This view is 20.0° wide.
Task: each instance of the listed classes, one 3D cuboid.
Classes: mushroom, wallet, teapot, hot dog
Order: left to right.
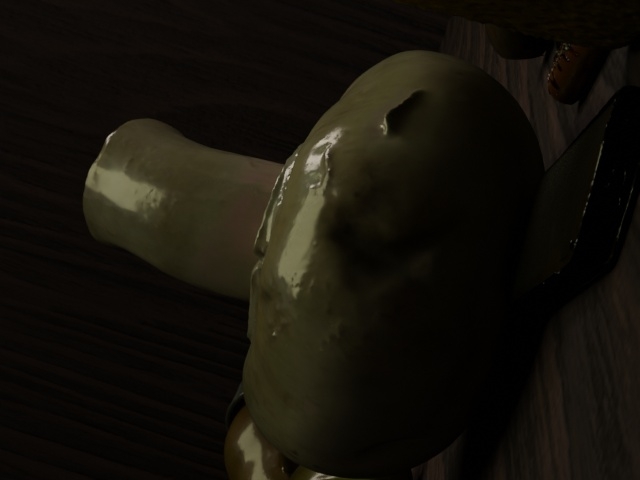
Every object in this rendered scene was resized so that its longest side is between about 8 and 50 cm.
[{"bbox_3d":[0.031,0.017,1.336,0.356,0.315,0.315,4,73,57],"label":"mushroom"},{"bbox_3d":[0.206,-0.216,1.706,0.110,0.085,0.080,-25,-63,-51],"label":"teapot"},{"bbox_3d":[0.155,-0.019,1.101,0.198,0.031,0.110,115,173,-78],"label":"wallet"},{"bbox_3d":[0.191,-0.145,1.333,0.122,0.037,0.049,107,177,-54],"label":"hot dog"}]

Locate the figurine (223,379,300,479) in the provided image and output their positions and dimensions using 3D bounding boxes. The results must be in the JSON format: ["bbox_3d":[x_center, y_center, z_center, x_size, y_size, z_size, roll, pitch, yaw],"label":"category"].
[{"bbox_3d":[-0.021,0.213,1.975,0.342,0.167,0.285,56,-151,-35],"label":"figurine"}]

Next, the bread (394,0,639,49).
[{"bbox_3d":[0.072,-0.232,1.074,0.323,0.333,0.143,139,145,-84],"label":"bread"}]

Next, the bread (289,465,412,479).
[{"bbox_3d":[-0.011,0.325,1.506,0.383,0.112,0.166,-73,3,-49],"label":"bread"}]
